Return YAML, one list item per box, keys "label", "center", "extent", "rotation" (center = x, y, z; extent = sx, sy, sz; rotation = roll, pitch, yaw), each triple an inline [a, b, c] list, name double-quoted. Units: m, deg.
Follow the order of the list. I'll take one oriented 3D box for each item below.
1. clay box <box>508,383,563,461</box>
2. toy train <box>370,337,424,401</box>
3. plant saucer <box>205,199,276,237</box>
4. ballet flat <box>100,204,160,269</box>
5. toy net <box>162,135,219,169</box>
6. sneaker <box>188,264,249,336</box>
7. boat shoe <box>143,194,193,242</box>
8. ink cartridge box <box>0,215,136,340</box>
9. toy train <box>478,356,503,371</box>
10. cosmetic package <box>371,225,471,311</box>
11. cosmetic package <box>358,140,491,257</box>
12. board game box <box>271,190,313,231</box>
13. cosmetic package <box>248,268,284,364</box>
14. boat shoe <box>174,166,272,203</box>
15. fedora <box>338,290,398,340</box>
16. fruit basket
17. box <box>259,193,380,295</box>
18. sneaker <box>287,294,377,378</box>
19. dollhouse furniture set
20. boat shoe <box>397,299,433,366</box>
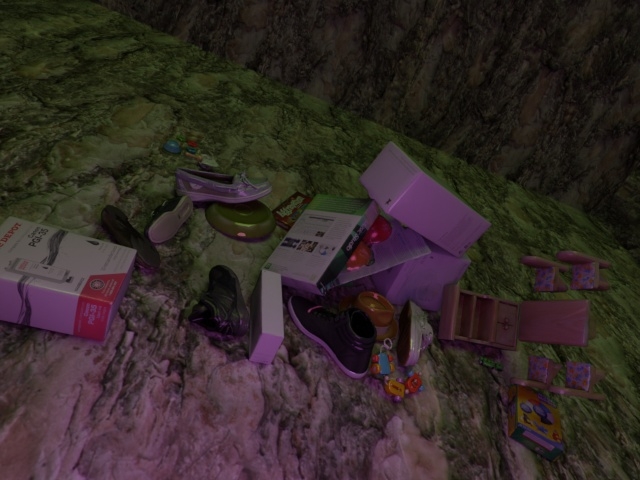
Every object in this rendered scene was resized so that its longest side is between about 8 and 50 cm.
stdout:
- label: "clay box"
  center: [0.586, 0.478, 1.312]
  extent: [0.127, 0.053, 0.222]
  rotation: [28, 30, 9]
- label: "toy train"
  center: [0.188, 0.340, 1.221]
  extent: [0.166, 0.046, 0.125]
  rotation: [52, 45, -3]
- label: "plant saucer"
  center: [-0.261, -0.090, 1.597]
  extent: [0.240, 0.037, 0.241]
  rotation: [13, 31, -8]
- label: "ballet flat"
  center: [-0.515, 0.000, 1.279]
  extent: [0.250, 0.058, 0.084]
  rotation: [43, 12, 20]
- label: "toy net"
  center: [-0.488, -0.329, 1.844]
  extent: [0.232, 0.045, 0.122]
  rotation: [30, 28, 7]
- label: "sneaker"
  center: [-0.267, 0.140, 1.191]
  extent: [0.130, 0.087, 0.228]
  rotation: [11, 36, -35]
- label: "boat shoe"
  center: [-0.459, -0.063, 1.407]
  extent: [0.079, 0.084, 0.233]
  rotation: [4, 31, 11]
- label: "ink cartridge box"
  center: [-0.572, 0.080, 1.028]
  extent: [0.282, 0.117, 0.207]
  rotation: [17, 30, -15]
- label: "toy train"
  center: [0.521, 0.380, 1.463]
  extent: [0.083, 0.017, 0.024]
  rotation: [21, 40, -7]
- label: "cosmetic package"
  center: [0.326, 0.096, 1.566]
  extent: [0.224, 0.224, 0.138]
  rotation: [11, 31, -22]
- label: "cosmetic package"
  center: [0.309, -0.111, 1.406]
  extent: [0.365, 0.155, 0.197]
  rotation: [27, 22, -39]
- label: "board game box"
  center: [-0.081, -0.104, 1.794]
  extent: [0.145, 0.027, 0.281]
  rotation: [27, 29, 8]
- label: "cosmetic package"
  center: [-0.136, 0.186, 1.203]
  extent: [0.060, 0.099, 0.239]
  rotation: [15, 31, -16]
- label: "boat shoe"
  center: [-0.320, -0.191, 1.588]
  extent: [0.320, 0.103, 0.118]
  rotation: [1, 26, 0]
- label: "fedora"
  center: [0.152, 0.207, 1.404]
  extent: [0.194, 0.079, 0.194]
  rotation: [19, 30, -11]
- label: "fruit basket"
  center: [0.122, 0.010, 1.492]
  extent: [0.352, 0.166, 0.327]
  rotation: [-16, 38, -4]
- label: "box"
  center: [0.000, 0.000, 1.379]
  extent: [0.232, 0.058, 0.322]
  rotation: [11, 56, 43]
- label: "sneaker"
  center: [0.036, 0.206, 1.251]
  extent: [0.104, 0.147, 0.295]
  rotation: [-14, 45, -46]
- label: "dollhouse furniture set"
  center: [0.563, 0.225, 1.362]
  extent: [0.256, 0.363, 0.394]
  rotation: [14, -13, -19]
- label: "boat shoe"
  center: [0.282, 0.270, 1.379]
  extent: [0.096, 0.098, 0.277]
  rotation: [24, 28, 1]
